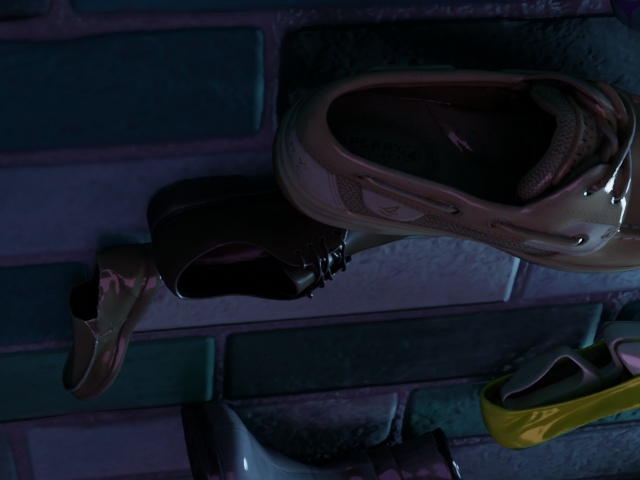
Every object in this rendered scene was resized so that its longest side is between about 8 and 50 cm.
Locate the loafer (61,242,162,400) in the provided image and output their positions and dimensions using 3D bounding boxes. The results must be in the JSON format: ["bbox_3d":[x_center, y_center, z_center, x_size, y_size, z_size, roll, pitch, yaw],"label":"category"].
[{"bbox_3d":[-0.162,0.056,0.859,0.050,0.056,0.148,14,121,-26],"label":"loafer"}]

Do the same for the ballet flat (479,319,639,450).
[{"bbox_3d":[0.241,0.111,1.008,0.231,0.077,0.077,-26,120,16],"label":"ballet flat"}]

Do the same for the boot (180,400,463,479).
[{"bbox_3d":[0.013,0.206,1.038,0.223,0.118,0.338,-17,149,0],"label":"boot"}]

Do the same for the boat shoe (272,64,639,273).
[{"bbox_3d":[0.145,-0.047,0.746,0.341,0.121,0.110,1,170,-14],"label":"boat shoe"}]

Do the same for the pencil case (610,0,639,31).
[{"bbox_3d":[0.187,-0.191,0.667,0.070,0.064,0.152,-10,141,21],"label":"pencil case"}]

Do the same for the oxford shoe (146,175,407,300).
[{"bbox_3d":[0.000,0.000,0.806,0.227,0.096,0.083,-14,136,-2],"label":"oxford shoe"}]
